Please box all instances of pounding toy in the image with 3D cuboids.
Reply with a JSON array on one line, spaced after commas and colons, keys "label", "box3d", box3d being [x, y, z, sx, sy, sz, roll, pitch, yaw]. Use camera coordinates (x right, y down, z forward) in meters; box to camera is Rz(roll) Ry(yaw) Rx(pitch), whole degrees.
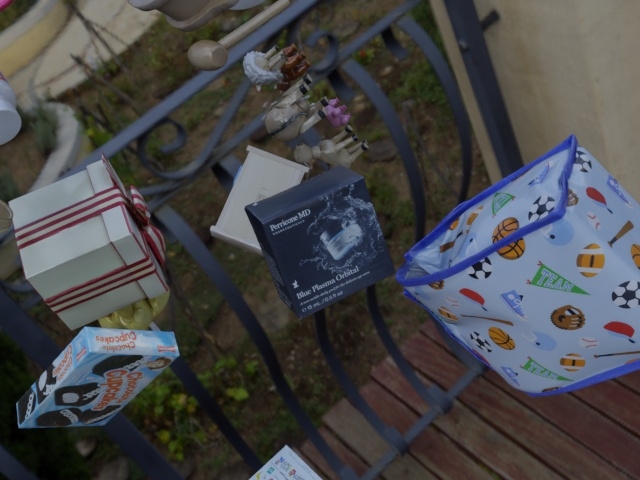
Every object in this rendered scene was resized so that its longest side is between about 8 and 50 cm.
[{"label": "pounding toy", "box3d": [-0.138, -0.338, 1.012, 0.154, 0.155, 0.269, 8, 82, 45]}]

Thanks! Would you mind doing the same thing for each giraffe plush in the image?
[{"label": "giraffe plush", "box3d": [-0.476, 0.163, 1.934, 0.171, 0.210, 0.181, -10, 10, 37]}]

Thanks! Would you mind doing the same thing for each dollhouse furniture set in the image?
[{"label": "dollhouse furniture set", "box3d": [-0.079, -0.027, 1.745, 0.287, 0.303, 0.198, 21, 75, 5]}]

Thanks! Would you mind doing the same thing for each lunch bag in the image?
[{"label": "lunch bag", "box3d": [0.353, 0.069, 1.296, 0.385, 0.328, 0.239, -39, 15, 43]}]

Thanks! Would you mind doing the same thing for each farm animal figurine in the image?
[{"label": "farm animal figurine", "box3d": [-0.054, -0.290, 1.902, 0.172, 0.330, 0.327, -35, 0, 17]}]

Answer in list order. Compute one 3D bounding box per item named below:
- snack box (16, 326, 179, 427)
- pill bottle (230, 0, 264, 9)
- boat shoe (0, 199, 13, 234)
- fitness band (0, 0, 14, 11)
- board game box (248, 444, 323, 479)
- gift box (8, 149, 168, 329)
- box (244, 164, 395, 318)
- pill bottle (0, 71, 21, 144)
[{"label": "snack box", "box3d": [-0.439, 0.273, 1.562, 0.322, 0.187, 0.060, -43, 54, 35]}, {"label": "pill bottle", "box3d": [-0.178, -0.573, 1.464, 0.162, 0.162, 0.278, -24, 71, 6]}, {"label": "boat shoe", "box3d": [-0.659, -0.104, 1.434, 0.098, 0.302, 0.109, -41, 52, 6]}, {"label": "fitness band", "box3d": [-0.613, -0.452, 1.248, 0.291, 0.208, 0.054, -1, 3, -19]}, {"label": "board game box", "box3d": [-0.087, 0.469, 1.179, 0.275, 0.142, 0.144, -40, 32, -15]}, {"label": "gift box", "box3d": [-0.476, -0.014, 1.674, 0.258, 0.255, 0.276, -23, 60, -5]}, {"label": "box", "box3d": [0.000, 0.000, 1.121, 0.156, 0.158, 0.093, -25, 23, -12]}, {"label": "pill bottle", "box3d": [-0.673, -0.290, 1.563, 0.124, 0.124, 0.221, -36, 65, -9]}]
